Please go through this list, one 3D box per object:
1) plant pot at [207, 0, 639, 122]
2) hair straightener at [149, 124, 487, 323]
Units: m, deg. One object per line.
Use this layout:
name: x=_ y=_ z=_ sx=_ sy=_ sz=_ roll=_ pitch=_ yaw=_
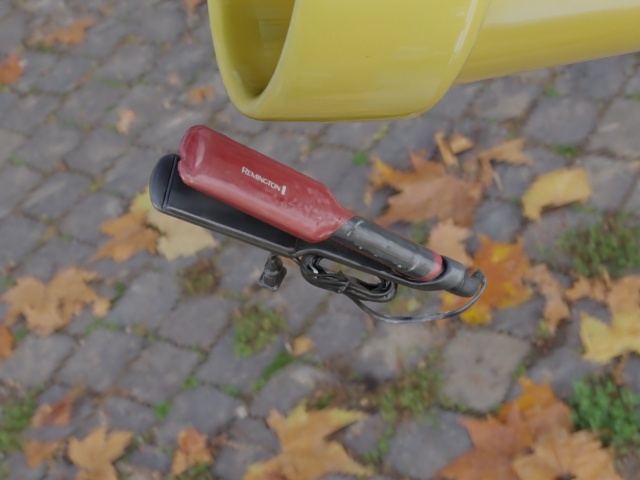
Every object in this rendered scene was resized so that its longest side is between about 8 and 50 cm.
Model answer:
plant pot: x=0.083 y=-0.178 z=0.699 sx=0.239 sy=0.254 sz=0.254 roll=1 pitch=35 yaw=-14
hair straightener: x=0.000 y=0.000 z=0.908 sx=0.089 sy=0.230 sz=0.047 roll=-34 pitch=45 yaw=51
